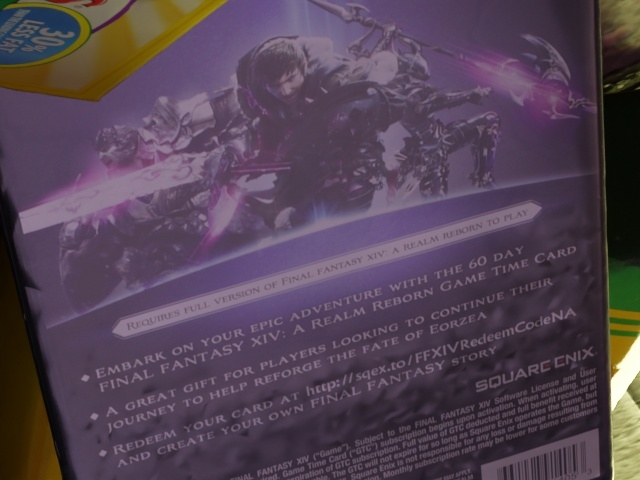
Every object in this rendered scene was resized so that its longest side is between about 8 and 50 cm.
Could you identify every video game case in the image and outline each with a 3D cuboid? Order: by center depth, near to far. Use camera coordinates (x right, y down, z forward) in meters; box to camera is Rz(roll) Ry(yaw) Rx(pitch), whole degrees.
[{"bbox_3d":[0.000,0.000,0.602,0.196,0.026,0.274,-16,124,-12],"label":"video game case"}]

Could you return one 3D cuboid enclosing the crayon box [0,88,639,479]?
[{"bbox_3d":[-0.021,0.047,0.741,0.318,0.081,0.202,-10,150,-19],"label":"crayon box"}]

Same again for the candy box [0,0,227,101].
[{"bbox_3d":[-0.060,-0.076,0.413,0.105,0.027,0.206,6,165,-26],"label":"candy box"}]
